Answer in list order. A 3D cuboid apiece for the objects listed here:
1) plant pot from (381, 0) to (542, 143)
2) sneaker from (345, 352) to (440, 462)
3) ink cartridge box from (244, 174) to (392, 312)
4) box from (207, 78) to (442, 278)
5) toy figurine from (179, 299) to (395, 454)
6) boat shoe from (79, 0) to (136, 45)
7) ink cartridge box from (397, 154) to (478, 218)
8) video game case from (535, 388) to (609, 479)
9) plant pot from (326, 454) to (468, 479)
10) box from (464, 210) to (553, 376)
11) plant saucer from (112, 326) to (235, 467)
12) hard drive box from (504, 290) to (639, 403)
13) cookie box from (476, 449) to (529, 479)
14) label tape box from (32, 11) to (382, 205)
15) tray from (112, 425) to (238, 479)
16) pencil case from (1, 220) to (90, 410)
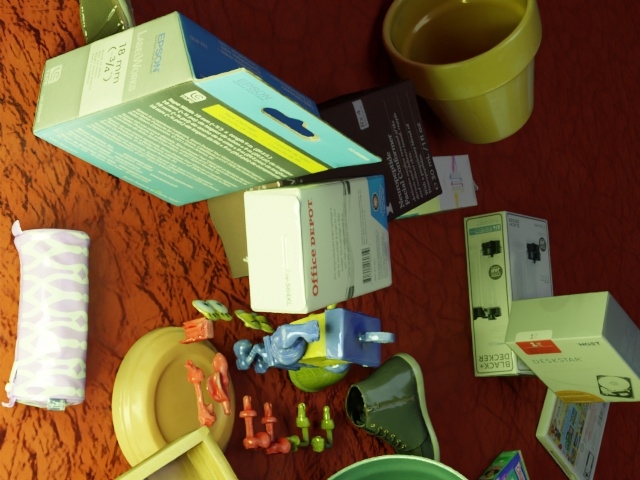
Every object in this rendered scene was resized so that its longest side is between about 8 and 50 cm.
[{"bbox_3d":[0.257,-0.300,1.909,0.239,0.254,0.254,60,39,-48],"label":"plant pot"},{"bbox_3d":[0.104,0.290,1.716,0.118,0.083,0.222,-24,109,-32],"label":"sneaker"},{"bbox_3d":[0.000,0.000,1.397,0.203,0.086,0.148,-12,100,-55],"label":"ink cartridge box"},{"bbox_3d":[0.009,-0.098,1.617,0.381,0.143,0.191,-28,105,-49],"label":"box"},{"bbox_3d":[0.013,0.166,1.459,0.363,0.217,0.191,24,56,-56],"label":"toy figurine"},{"bbox_3d":[-0.256,-0.293,1.385,0.072,0.068,0.189,-32,108,-62],"label":"boat shoe"},{"bbox_3d":[0.190,-0.090,1.879,0.143,0.092,0.089,-9,89,-54],"label":"ink cartridge box"},{"bbox_3d":[0.503,0.348,2.235,0.206,0.026,0.227,51,48,-33],"label":"video game case"},{"bbox_3d":[0.114,0.466,1.537,0.196,0.293,0.293,67,34,-51],"label":"plant pot"},{"bbox_3d":[0.346,0.102,2.038,0.169,0.087,0.289,7,77,-51],"label":"box"},{"bbox_3d":[-0.171,0.205,1.401,0.200,0.037,0.199,14,72,-49],"label":"plant saucer"},{"bbox_3d":[0.452,0.188,1.936,0.232,0.181,0.089,43,52,-37],"label":"hard drive box"},{"bbox_3d":[0.325,0.432,1.977,0.107,0.040,0.091,-33,107,-51],"label":"cookie box"},{"bbox_3d":[-0.126,-0.151,1.295,0.241,0.334,0.105,28,61,-46],"label":"label tape box"},{"bbox_3d":[-0.116,0.440,1.271,0.203,0.076,0.410,-30,88,-36],"label":"tray"},{"bbox_3d":[-0.298,0.086,1.234,0.088,0.086,0.206,6,75,-23],"label":"pencil case"}]
